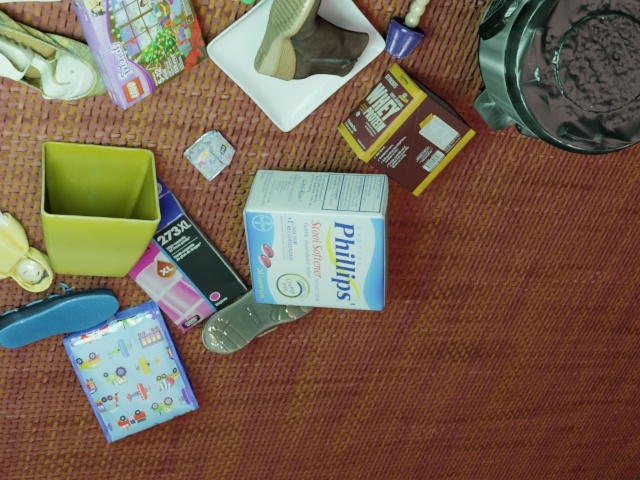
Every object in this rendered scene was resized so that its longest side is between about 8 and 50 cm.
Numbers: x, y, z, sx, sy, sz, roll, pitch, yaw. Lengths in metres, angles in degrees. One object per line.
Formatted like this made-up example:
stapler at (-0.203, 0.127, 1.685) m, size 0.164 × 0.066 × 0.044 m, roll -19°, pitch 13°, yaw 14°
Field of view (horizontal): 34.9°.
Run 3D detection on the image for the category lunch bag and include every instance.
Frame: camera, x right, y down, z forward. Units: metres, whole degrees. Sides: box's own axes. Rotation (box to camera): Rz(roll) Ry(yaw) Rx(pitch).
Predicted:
lunch bag at (-0.430, 0.277, 2.289) m, size 0.221 × 0.138 × 0.293 m, roll -21°, pitch 123°, yaw -7°
lunch bag at (-0.222, -0.175, 2.072) m, size 0.083 × 0.053 × 0.071 m, roll -43°, pitch 134°, yaw -2°

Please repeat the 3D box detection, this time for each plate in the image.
plate at (-0.047, -0.385, 1.997) m, size 0.277 × 0.045 × 0.278 m, roll -40°, pitch 133°, yaw 7°

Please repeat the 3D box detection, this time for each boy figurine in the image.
boy figurine at (-0.649, 0.023, 1.992) m, size 0.177 × 0.092 × 0.285 m, roll -47°, pitch 128°, yaw 10°

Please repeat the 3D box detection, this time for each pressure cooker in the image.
pressure cooker at (0.505, -0.374, 2.050) m, size 0.370 × 0.420 × 0.375 m, roll 1°, pitch 106°, yaw -2°

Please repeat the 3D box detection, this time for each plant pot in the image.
plant pot at (-0.433, -0.045, 1.959) m, size 0.212 × 0.212 × 0.187 m, roll 3°, pitch 132°, yaw -18°

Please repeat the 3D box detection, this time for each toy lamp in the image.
toy lamp at (0.207, -0.491, 2.021) m, size 0.080 × 0.080 × 0.274 m, roll 12°, pitch 117°, yaw -33°

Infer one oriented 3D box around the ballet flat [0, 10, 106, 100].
ballet flat at (-0.502, -0.311, 1.781) m, size 0.349 × 0.123 × 0.123 m, roll 23°, pitch 113°, yaw -37°

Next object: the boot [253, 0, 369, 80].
boot at (0.003, -0.395, 1.904) m, size 0.207 × 0.090 × 0.248 m, roll -6°, pitch 150°, yaw -32°

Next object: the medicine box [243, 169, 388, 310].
medicine box at (0.000, 0.000, 2.180) m, size 0.289 × 0.149 × 0.263 m, roll 3°, pitch 129°, yaw 8°

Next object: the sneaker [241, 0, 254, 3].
sneaker at (-0.049, -0.528, 1.830) m, size 0.295 × 0.123 × 0.109 m, roll -43°, pitch 132°, yaw 9°

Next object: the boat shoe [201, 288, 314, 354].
boat shoe at (-0.137, 0.158, 2.346) m, size 0.324 × 0.123 × 0.116 m, roll -25°, pitch 178°, yaw -24°

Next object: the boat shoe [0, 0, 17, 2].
boat shoe at (-0.532, -0.440, 1.698) m, size 0.219 × 0.078 × 0.070 m, roll -11°, pitch 131°, yaw -29°

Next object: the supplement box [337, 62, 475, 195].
supplement box at (0.183, -0.234, 2.173) m, size 0.194 × 0.129 × 0.191 m, roll 30°, pitch 109°, yaw -39°

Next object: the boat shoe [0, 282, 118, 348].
boat shoe at (-0.557, 0.140, 2.133) m, size 0.258 × 0.089 × 0.109 m, roll -12°, pitch 128°, yaw -13°

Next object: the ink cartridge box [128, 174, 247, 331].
ink cartridge box at (-0.321, 0.034, 2.185) m, size 0.176 × 0.069 × 0.371 m, roll -34°, pitch 131°, yaw 2°

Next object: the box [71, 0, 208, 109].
box at (-0.323, -0.404, 1.792) m, size 0.201 × 0.057 × 0.293 m, roll -38°, pitch 137°, yaw -24°
